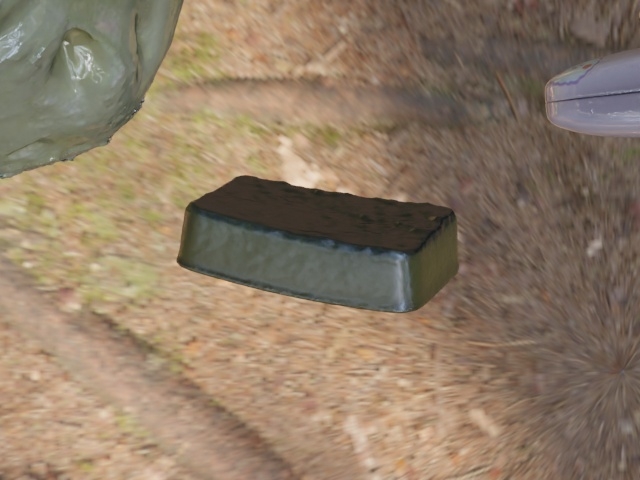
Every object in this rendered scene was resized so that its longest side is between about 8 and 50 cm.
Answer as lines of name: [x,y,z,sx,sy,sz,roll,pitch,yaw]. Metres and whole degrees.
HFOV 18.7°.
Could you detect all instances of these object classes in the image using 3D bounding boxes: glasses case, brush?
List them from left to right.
brush: [0.000,0.000,1.479,0.197,0.123,0.059,10,110,18]
glasses case: [0.320,-0.123,1.524,0.297,0.113,0.075,-3,92,30]

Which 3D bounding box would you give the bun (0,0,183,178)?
bun: [-0.221,-0.192,1.125,0.362,0.234,0.326,40,80,-33]
